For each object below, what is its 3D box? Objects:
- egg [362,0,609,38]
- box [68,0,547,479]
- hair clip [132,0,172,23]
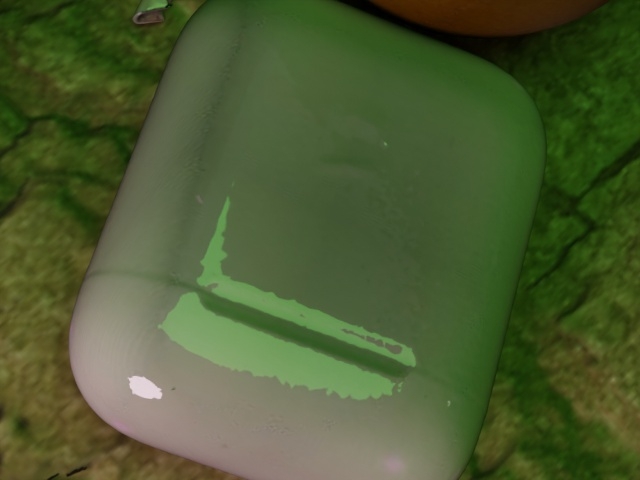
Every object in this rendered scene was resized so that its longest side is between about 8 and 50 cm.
[{"bbox_3d":[0.129,-0.288,1.048,0.351,0.282,0.282,-8,73,-48],"label":"egg"},{"bbox_3d":[0.000,0.000,1.008,0.289,0.141,0.349,21,68,-9],"label":"box"},{"bbox_3d":[-0.071,-0.247,1.124,0.226,0.034,0.072,-38,84,-21],"label":"hair clip"}]
